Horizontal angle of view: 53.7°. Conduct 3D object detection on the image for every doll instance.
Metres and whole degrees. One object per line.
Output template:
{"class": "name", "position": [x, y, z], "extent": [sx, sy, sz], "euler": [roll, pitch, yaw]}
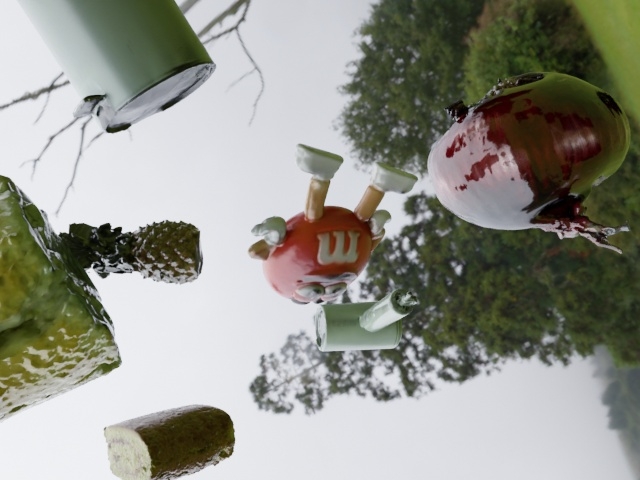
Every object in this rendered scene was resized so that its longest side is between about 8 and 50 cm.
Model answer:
{"class": "doll", "position": [0.000, 0.000, 0.717], "extent": [0.183, 0.217, 0.085], "euler": [7, -143, -33]}

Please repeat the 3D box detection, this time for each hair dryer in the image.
{"class": "hair dryer", "position": [0.038, 0.054, 0.451], "extent": [0.063, 0.124, 0.037], "euler": [-2, -107, -14]}

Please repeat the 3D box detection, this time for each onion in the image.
{"class": "onion", "position": [0.299, -0.090, 0.874], "extent": [0.273, 0.273, 0.284], "euler": [-6, -112, -61]}

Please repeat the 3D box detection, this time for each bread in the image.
{"class": "bread", "position": [-0.258, 0.051, 0.544], "extent": [0.185, 0.124, 0.257], "euler": [62, 165, 6]}
{"class": "bread", "position": [-0.236, 0.322, 1.004], "extent": [0.172, 0.132, 0.103], "euler": [2, -95, -50]}

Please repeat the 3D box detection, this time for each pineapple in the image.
{"class": "pineapple", "position": [-0.208, 0.013, 0.673], "extent": [0.074, 0.160, 0.074], "euler": [180, 90, -86]}

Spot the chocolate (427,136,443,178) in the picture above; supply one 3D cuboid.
{"class": "chocolate", "position": [0.332, -0.163, 1.431], "extent": [0.177, 0.177, 0.176], "euler": [40, -150, -29]}

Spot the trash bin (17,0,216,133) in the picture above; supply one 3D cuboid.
{"class": "trash bin", "position": [-0.330, -0.340, 1.024], "extent": [0.277, 0.217, 0.262], "euler": [-39, -80, -41]}
